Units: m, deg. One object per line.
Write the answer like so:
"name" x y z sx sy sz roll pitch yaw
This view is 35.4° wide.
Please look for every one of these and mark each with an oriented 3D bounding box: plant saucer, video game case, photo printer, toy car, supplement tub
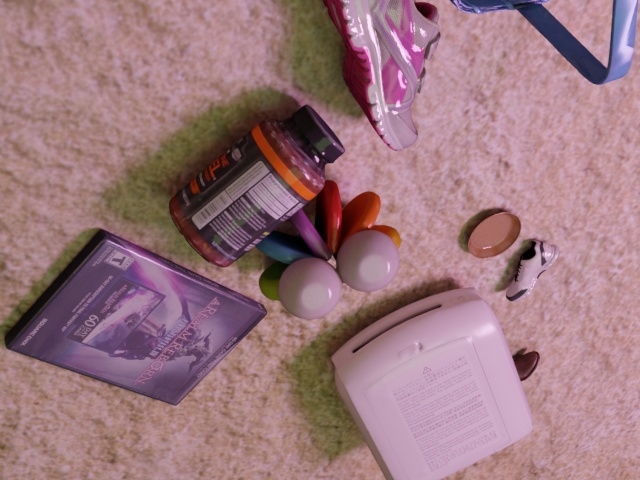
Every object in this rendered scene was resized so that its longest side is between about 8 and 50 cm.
"plant saucer" 0.242 -0.010 1.410 0.084 0.015 0.083 -15 134 -16
"video game case" -0.227 0.107 1.272 0.196 0.026 0.274 -45 133 16
"photo printer" 0.166 0.217 1.494 0.256 0.107 0.307 -27 128 0
"toy car" 0.000 0.000 1.211 0.182 0.159 0.136 -25 111 -4
"supplement tub" -0.069 -0.066 1.137 0.198 0.106 0.106 -39 135 9

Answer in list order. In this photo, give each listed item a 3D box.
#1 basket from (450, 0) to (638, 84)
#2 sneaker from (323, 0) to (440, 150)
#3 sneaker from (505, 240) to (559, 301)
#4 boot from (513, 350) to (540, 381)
"basket" 0.203 -0.309 0.918 0.201 0.289 0.254 -20 133 -17
"sneaker" 0.083 -0.204 1.090 0.111 0.103 0.252 -23 137 -4
"sneaker" 0.303 0.043 1.480 0.044 0.040 0.109 23 114 -21
"boot" 0.284 0.198 1.609 0.106 0.037 0.114 -44 130 17
